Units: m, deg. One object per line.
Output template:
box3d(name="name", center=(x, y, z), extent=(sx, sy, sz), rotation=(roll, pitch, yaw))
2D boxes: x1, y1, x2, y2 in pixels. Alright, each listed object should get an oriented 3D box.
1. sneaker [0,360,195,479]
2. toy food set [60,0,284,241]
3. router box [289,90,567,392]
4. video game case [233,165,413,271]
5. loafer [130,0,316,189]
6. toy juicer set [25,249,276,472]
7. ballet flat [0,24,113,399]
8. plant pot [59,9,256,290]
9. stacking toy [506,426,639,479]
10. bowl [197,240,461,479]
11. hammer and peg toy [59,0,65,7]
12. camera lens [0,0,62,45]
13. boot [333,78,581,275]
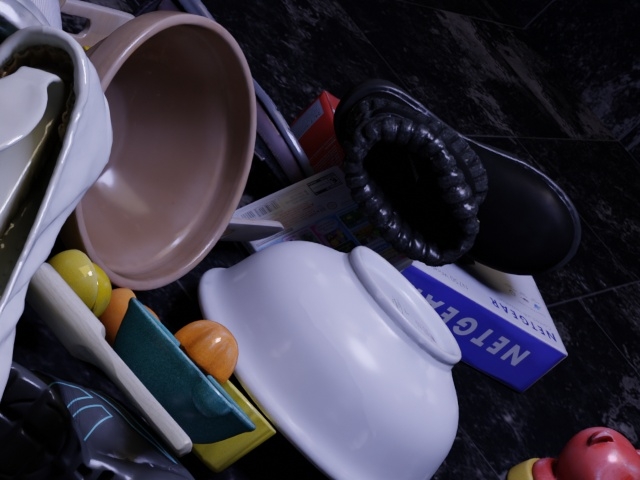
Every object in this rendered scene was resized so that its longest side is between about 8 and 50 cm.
box3d(name="sneaker", center=(-0.188, 0.147, 1.060), extent=(0.267, 0.101, 0.106), rotation=(41, 8, -30))
box3d(name="toy food set", center=(-0.181, -0.124, 1.500), extent=(0.306, 0.092, 0.219), rotation=(56, 24, 19))
box3d(name="router box", center=(0.128, 0.002, 1.851), extent=(0.335, 0.082, 0.301), rotation=(29, 28, -35))
box3d(name="video game case", center=(0.000, 0.000, 1.602), extent=(0.157, 0.019, 0.143), rotation=(-26, 67, -34))
box3d(name="loafer", center=(-0.115, -0.156, 1.712), extent=(0.302, 0.095, 0.109), rotation=(55, -7, 10))
box3d(name="toy juicer set", center=(-0.126, 0.071, 1.118), extent=(0.209, 0.089, 0.329), rotation=(46, -5, 10))
box3d(name="ballet flat", center=(-0.240, 0.016, 0.928), extent=(0.139, 0.139, 0.400), rotation=(37, 51, -21))
box3d(name="plant pot", center=(-0.166, -0.085, 1.283), extent=(0.109, 0.237, 0.237), rotation=(18, 6, 32))
box3d(name="stacking toy", center=(0.380, 0.344, 1.659), extent=(0.309, 0.130, 0.279), rotation=(22, 32, -45))
box3d(name="bowl", center=(0.035, 0.100, 1.388), extent=(0.298, 0.134, 0.298), rotation=(44, 13, -13))
box3d(name="hammer and peg toy", center=(-0.362, -0.379, 1.400), extent=(0.361, 0.266, 0.127), rotation=(37, -15, -20))
box3d(name="camera lens", center=(-0.314, -0.170, 1.175), extent=(0.219, 0.219, 0.274), rotation=(31, 27, -34))
box3d(name="boot", center=(0.160, -0.038, 1.645), extent=(0.348, 0.131, 0.260), rotation=(29, 12, -13))
